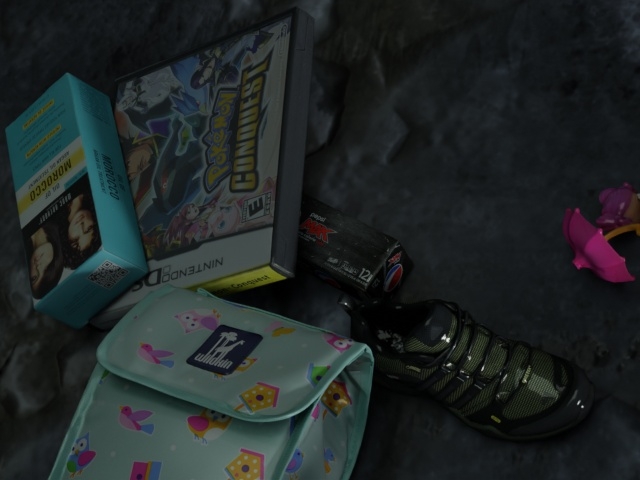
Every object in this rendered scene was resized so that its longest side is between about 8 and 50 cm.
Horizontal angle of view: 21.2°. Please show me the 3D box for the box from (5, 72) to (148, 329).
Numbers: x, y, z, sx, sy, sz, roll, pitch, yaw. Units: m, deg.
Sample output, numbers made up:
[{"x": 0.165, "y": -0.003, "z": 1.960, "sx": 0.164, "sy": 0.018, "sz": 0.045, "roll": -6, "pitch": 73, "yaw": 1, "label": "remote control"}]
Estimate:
[{"x": -0.240, "y": -0.041, "z": 1.654, "sx": 0.100, "sy": 0.060, "sz": 0.244, "roll": -39, "pitch": 45, "yaw": 23, "label": "box"}]

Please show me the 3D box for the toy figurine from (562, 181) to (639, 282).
[{"x": 0.289, "y": -0.027, "z": 1.474, "sx": 0.159, "sy": 0.130, "sz": 0.173, "roll": -12, "pitch": 38, "yaw": 25, "label": "toy figurine"}]

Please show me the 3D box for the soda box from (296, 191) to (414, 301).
[{"x": 0.000, "y": 0.000, "z": 1.586, "sx": 0.169, "sy": 0.053, "sz": 0.060, "roll": 28, "pitch": 76, "yaw": 29, "label": "soda box"}]

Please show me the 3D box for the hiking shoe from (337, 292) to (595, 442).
[{"x": 0.119, "y": 0.105, "z": 1.453, "sx": 0.226, "sy": 0.114, "sz": 0.086, "roll": 13, "pitch": 70, "yaw": 25, "label": "hiking shoe"}]

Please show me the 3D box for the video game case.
[{"x": -0.118, "y": -0.066, "z": 1.626, "sx": 0.248, "sy": 0.035, "sz": 0.275, "roll": -17, "pitch": 57, "yaw": 36, "label": "video game case"}]

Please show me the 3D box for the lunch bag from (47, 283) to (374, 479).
[{"x": -0.094, "y": 0.175, "z": 1.463, "sx": 0.223, "sy": 0.160, "sz": 0.262, "roll": 14, "pitch": 73, "yaw": 27, "label": "lunch bag"}]
